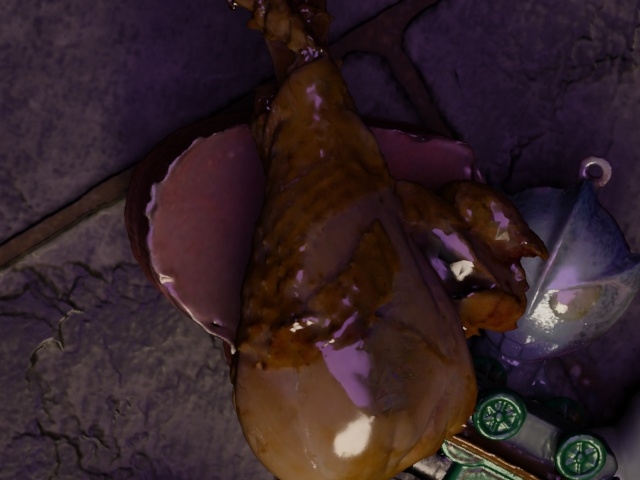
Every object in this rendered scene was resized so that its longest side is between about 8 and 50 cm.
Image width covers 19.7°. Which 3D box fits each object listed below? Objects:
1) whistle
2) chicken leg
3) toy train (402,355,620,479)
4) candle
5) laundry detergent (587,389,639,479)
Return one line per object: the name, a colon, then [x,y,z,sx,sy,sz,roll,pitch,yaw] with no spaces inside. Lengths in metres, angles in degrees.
whistle: [0.172,0.082,1.604,0.142,0.134,0.346,19,108,-13]
chicken leg: [0.041,-0.019,1.443,0.295,0.182,0.409,-13,89,-26]
toy train: [0.152,0.184,1.529,0.227,0.091,0.136,26,102,-14]
candle: [0.000,0.000,1.563,0.287,0.131,0.317,-43,113,-4]
laundry detergent: [0.394,0.179,1.628,0.397,0.125,0.264,-4,77,3]
